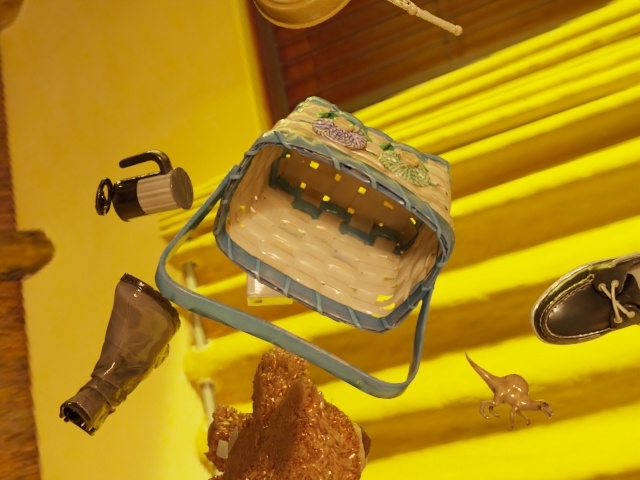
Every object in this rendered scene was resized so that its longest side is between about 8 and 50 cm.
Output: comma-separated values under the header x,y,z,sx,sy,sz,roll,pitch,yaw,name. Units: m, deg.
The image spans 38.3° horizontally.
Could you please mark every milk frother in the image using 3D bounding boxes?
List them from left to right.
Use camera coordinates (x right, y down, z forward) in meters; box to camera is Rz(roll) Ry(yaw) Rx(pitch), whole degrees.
x,y,z,sx,sy,sz,roll,pitch,yaw,name
-0.333,-0.086,1.722,0.143,0.135,0.129,-73,-34,-51,milk frother

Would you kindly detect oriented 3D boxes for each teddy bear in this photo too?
x,y,z,sx,sy,sz,roll,pitch,yaw,name
-0.047,0.252,1.048,0.113,0.338,0.245,17,-132,-23,teddy bear

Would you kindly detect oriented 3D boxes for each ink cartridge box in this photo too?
x,y,z,sx,sy,sz,roll,pitch,yaw,name
-0.089,0.009,1.640,0.148,0.086,0.203,107,162,-80,ink cartridge box

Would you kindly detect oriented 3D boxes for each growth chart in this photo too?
x,y,z,sx,sy,sz,roll,pitch,yaw,name
0.117,-0.412,1.541,0.237,0.021,0.172,39,-159,26,growth chart

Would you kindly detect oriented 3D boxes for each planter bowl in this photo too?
x,y,z,sx,sy,sz,roll,pitch,yaw,name
-0.039,-0.425,1.333,0.090,0.217,0.217,16,-122,-58,planter bowl

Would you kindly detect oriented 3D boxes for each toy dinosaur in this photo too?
x,y,z,sx,sy,sz,roll,pitch,yaw,name
0.320,0.270,1.621,0.183,0.092,0.053,31,-166,15,toy dinosaur

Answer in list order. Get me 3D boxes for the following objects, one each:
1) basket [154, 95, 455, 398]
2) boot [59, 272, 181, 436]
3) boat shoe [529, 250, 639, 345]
x,y,z,sx,sy,sz,roll,pitch,yaw,name
0.000,0.000,0.920,0.255,0.201,0.289,26,-132,-2,basket
-0.353,0.214,1.588,0.222,0.118,0.338,-51,-15,-30,boot
0.451,0.069,1.335,0.114,0.303,0.091,62,-178,-1,boat shoe
